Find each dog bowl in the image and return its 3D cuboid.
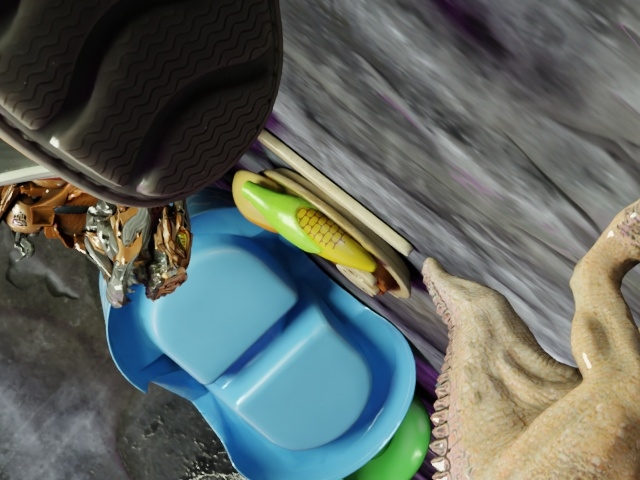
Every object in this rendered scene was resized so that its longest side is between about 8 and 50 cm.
[{"bbox_3d":[-0.052,0.071,1.440,0.297,0.166,0.074,45,-177,-38],"label":"dog bowl"}]

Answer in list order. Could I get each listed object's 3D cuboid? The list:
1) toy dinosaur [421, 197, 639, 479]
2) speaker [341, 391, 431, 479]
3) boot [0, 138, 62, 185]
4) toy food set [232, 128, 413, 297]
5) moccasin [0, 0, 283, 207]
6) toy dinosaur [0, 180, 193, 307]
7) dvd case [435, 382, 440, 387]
[{"bbox_3d":[0.119,0.118,0.682,0.296,0.200,0.127,38,172,17],"label":"toy dinosaur"},{"bbox_3d":[-0.025,0.136,1.783,0.296,0.131,0.131,30,168,50],"label":"speaker"},{"bbox_3d":[-0.171,-0.064,1.100,0.244,0.088,0.176,2,175,-3],"label":"boot"},{"bbox_3d":[0.000,0.000,1.182,0.132,0.038,0.192,38,173,8],"label":"toy food set"},{"bbox_3d":[-0.153,-0.161,0.581,0.380,0.139,0.147,43,173,-23],"label":"moccasin"},{"bbox_3d":[-0.218,-0.084,1.242,0.322,0.218,0.164,41,137,31],"label":"toy dinosaur"},{"bbox_3d":[0.141,0.141,1.444,0.119,0.013,0.087,39,173,5],"label":"dvd case"}]
